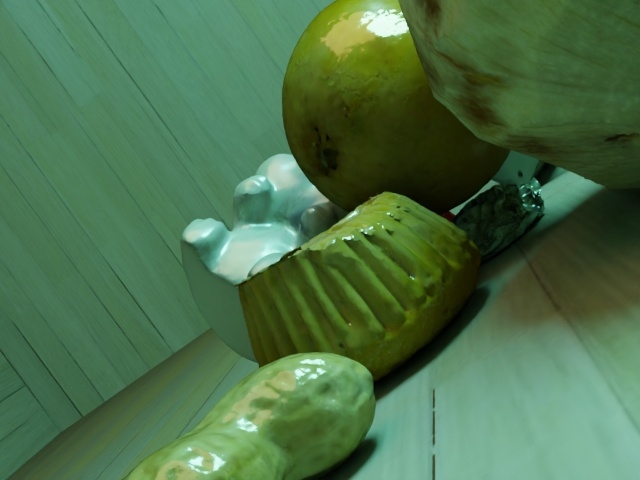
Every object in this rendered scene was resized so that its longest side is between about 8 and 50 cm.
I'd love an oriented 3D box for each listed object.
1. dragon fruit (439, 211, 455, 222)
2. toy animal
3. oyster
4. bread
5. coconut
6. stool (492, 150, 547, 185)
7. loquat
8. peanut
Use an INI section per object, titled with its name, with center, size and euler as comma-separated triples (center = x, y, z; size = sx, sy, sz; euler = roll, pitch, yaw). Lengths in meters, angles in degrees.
[dragon fruit]
center = 0.117, -0.005, 1.046
size = 0.083, 0.106, 0.162
euler = -35, 5, 32
[toy animal]
center = -0.004, -0.005, 1.120
size = 0.367, 0.196, 0.241
euler = -49, -33, -26
[oyster]
center = 0.183, -0.017, 0.939
size = 0.177, 0.064, 0.125
euler = -38, -1, -43
[bread]
center = 0.035, 0.049, 0.787
size = 0.240, 0.139, 0.240
euler = -32, 2, 1
[coconut]
center = 0.231, -0.217, 0.645
size = 0.415, 0.415, 0.345
euler = -39, -16, -52
[stool]
center = 0.292, -0.243, 1.173
size = 0.243, 0.170, 0.270
euler = -40, -27, -55
[loquat]
center = 0.087, -0.149, 0.914
size = 0.263, 0.263, 0.263
euler = -36, 3, 2
[peanut]
center = -0.054, 0.154, 0.556
size = 0.103, 0.098, 0.229
euler = 22, 45, 35
